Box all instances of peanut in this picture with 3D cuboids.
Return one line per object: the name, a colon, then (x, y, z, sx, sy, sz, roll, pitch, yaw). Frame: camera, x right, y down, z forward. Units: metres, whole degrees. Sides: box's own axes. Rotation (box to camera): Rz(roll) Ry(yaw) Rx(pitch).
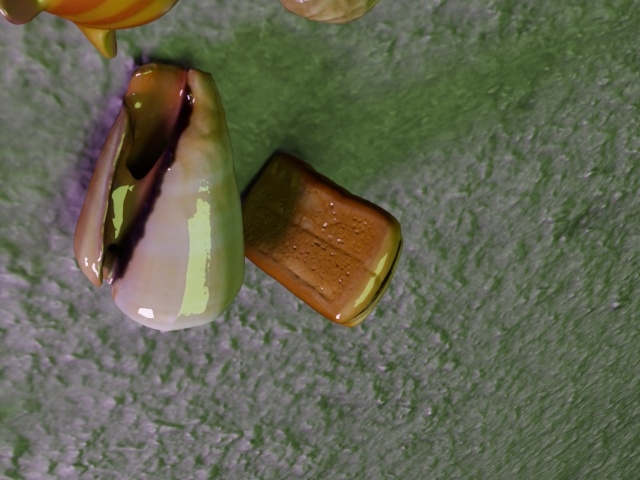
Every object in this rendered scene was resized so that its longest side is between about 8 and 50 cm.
peanut: (0.046, -0.245, 0.859, 0.192, 0.089, 0.089, -28, 140, -14)

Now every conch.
conch: (-0.139, -0.034, 0.905, 0.158, 0.127, 0.255, 9, 101, -10)

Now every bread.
bread: (0.000, 0.000, 0.961, 0.077, 0.200, 0.116, 30, 93, -49)

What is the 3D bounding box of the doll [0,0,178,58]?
doll: (-0.108, -0.262, 0.661, 0.269, 0.162, 0.166, -39, 157, 15)
